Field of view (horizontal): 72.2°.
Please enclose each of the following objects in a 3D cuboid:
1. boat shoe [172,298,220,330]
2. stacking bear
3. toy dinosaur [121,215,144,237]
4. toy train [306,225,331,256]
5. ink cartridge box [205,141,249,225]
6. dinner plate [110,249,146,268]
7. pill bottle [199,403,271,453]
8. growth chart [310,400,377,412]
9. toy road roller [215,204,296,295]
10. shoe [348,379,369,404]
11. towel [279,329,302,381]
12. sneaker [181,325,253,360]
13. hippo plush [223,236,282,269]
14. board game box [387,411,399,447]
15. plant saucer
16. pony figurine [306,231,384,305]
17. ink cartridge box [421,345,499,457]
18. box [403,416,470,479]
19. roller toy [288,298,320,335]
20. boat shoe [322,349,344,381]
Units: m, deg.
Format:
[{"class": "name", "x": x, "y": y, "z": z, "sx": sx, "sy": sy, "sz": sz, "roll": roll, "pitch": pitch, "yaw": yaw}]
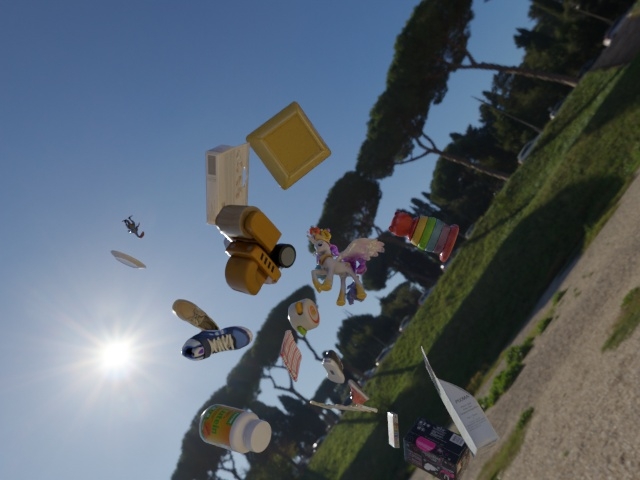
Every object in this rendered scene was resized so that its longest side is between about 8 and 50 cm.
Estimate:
[{"class": "boat shoe", "x": -0.677, "y": 0.423, "z": 2.414, "sx": 0.302, "sy": 0.098, "sz": 0.109, "roll": 47, "pitch": -119, "yaw": -30}, {"class": "stacking bear", "x": 0.455, "y": -0.040, "z": 1.973, "sx": 0.164, "sy": 0.289, "sz": 0.175, "roll": 56, "pitch": -125, "yaw": -77}, {"class": "toy dinosaur", "x": -0.622, "y": -0.043, "z": 1.471, "sx": 0.047, "sy": 0.082, "sz": 0.090, "roll": -34, "pitch": 9, "yaw": -15}, {"class": "toy train", "x": 0.000, "y": 0.000, "z": 2.210, "sx": 0.125, "sy": 0.166, "sz": 0.046, "roll": -14, "pitch": -18, "yaw": 19}, {"class": "ink cartridge box", "x": -0.375, "y": -0.240, "z": 1.786, "sx": 0.261, "sy": 0.066, "sz": 0.296, "roll": -54, "pitch": -27, "yaw": -62}, {"class": "dinner plate", "x": -0.727, "y": 0.078, "z": 1.655, "sx": 0.141, "sy": 0.141, "sz": 0.017, "roll": 74, "pitch": -147, "yaw": -63}, {"class": "pill bottle", "x": -0.299, "y": 0.669, "z": 1.553, "sx": 0.136, "sy": 0.246, "sz": 0.136, "roll": 7, "pitch": -98, "yaw": -55}, {"class": "growth chart", "x": 0.100, "y": 0.684, "z": 1.799, "sx": 0.172, "sy": 0.237, "sz": 0.021, "roll": 42, "pitch": -133, "yaw": -51}, {"class": "toy road roller", "x": -0.266, "y": 0.048, "z": 1.605, "sx": 0.240, "sy": 0.202, "sz": 0.329, "roll": -59, "pitch": -46, "yaw": -27}, {"class": "shoe", "x": 0.197, "y": 0.874, "z": 2.505, "sx": 0.081, "sy": 0.178, "sz": 0.063, "roll": -41, "pitch": 21, "yaw": 3}, {"class": "towel", "x": -0.125, "y": 0.513, "z": 1.949, "sx": 0.144, "sy": 0.029, "sz": 0.197, "roll": -77, "pitch": -29, "yaw": -53}, {"class": "sneaker", "x": -0.520, "y": 0.523, "z": 2.159, "sx": 0.236, "sy": 0.323, "sz": 0.130, "roll": -41, "pitch": -56, "yaw": -71}, {"class": "hippo plush", "x": -0.349, "y": 0.063, "z": 2.155, "sx": 0.236, "sy": 0.294, "sz": 0.234, "roll": -15, "pitch": -38, "yaw": -32}, {"class": "board game box", "x": 0.369, "y": 0.956, "z": 2.219, "sx": 0.103, "sy": 0.026, "sz": 0.154, "roll": 108, "pitch": 162, "yaw": -74}, {"class": "plant saucer", "x": -0.145, "y": -0.477, "z": 2.201, "sx": 0.333, "sy": 0.333, "sz": 0.081, "roll": -40, "pitch": 16, "yaw": -10}, {"class": "pony figurine", "x": 0.104, "y": 0.124, "z": 2.037, "sx": 0.351, "sy": 0.363, "sz": 0.303, "roll": 15, "pitch": -49, "yaw": -23}, {"class": "ink cartridge box", "x": 0.512, "y": 0.592, "z": 1.640, "sx": 0.091, "sy": 0.385, "sz": 0.308, "roll": -25, "pitch": -34, "yaw": 1}, {"class": "box", "x": 0.513, "y": 0.924, "z": 1.931, "sx": 0.163, "sy": 0.247, "sz": 0.142, "roll": -30, "pitch": -57, "yaw": -44}, {"class": "roller toy", "x": -0.096, "y": 0.461, "z": 2.716, "sx": 0.146, "sy": 0.209, "sz": 0.191, "roll": -23, "pitch": 3, "yaw": 19}, {"class": "boat shoe", "x": 0.082, "y": 0.720, "z": 2.506, "sx": 0.301, "sy": 0.108, "sz": 0.102, "roll": 68, "pitch": -144, "yaw": -46}]
